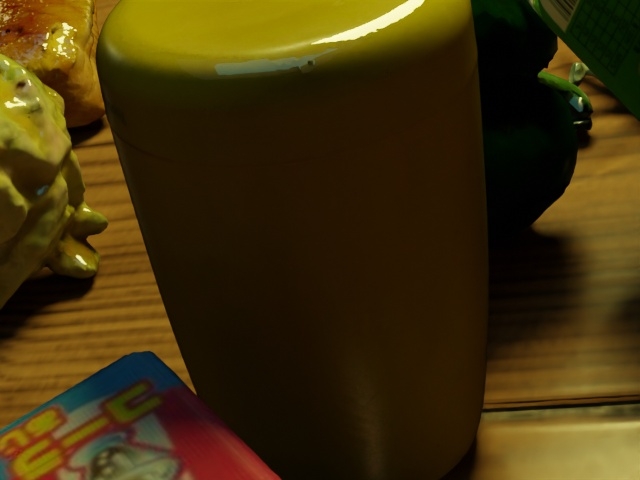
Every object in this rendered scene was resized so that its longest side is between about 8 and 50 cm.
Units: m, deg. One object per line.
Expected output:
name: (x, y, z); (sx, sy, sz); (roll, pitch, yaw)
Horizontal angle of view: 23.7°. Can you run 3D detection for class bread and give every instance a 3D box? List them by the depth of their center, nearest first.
bread: (-0.288, -0.194, 1.355); (0.185, 0.109, 0.380); (-17, 33, -1)

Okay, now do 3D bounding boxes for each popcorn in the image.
popcorn: (-0.240, -0.042, 1.038); (0.185, 0.187, 0.167); (21, 83, 34)

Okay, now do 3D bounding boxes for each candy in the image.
candy: (-0.021, 0.180, 0.585); (0.100, 0.157, 0.306); (-30, 34, -19)

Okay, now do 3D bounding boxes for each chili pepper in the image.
chili pepper: (0.080, -0.080, 0.947); (0.165, 0.174, 0.261); (-23, -5, 26)

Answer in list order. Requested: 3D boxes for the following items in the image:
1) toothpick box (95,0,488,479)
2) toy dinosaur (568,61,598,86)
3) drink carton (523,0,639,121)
toothpick box: (0.000, 0.000, 0.757); (0.175, 0.271, 0.175); (-8, 31, 5)
toy dinosaur: (0.226, -0.120, 1.046); (0.106, 0.044, 0.187); (8, 20, -2)
drink carton: (0.256, -0.110, 0.835); (0.161, 0.108, 0.271); (-28, 67, -27)
